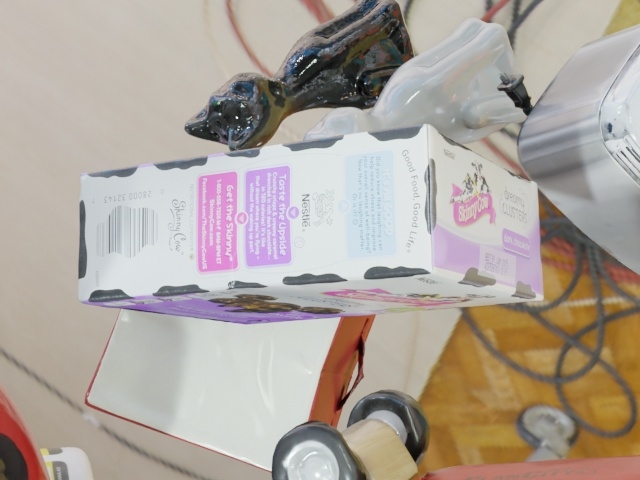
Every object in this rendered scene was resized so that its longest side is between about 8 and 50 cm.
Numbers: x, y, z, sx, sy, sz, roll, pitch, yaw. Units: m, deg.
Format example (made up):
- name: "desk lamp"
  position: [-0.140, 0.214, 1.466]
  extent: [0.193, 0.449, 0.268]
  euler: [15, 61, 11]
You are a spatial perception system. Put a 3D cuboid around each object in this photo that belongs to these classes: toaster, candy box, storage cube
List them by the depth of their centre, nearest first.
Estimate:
- name: "candy box"
  position: [0.000, 0.000, 0.626]
  extent: [0.196, 0.165, 0.070]
  euler: [-6, 80, 27]
- name: "toaster"
  position: [0.230, -0.056, 0.747]
  extent: [0.227, 0.129, 0.146]
  euler: [39, 169, -8]
- name: "storage cube"
  position: [-0.069, 0.088, 1.037]
  extent: [0.215, 0.193, 0.183]
  euler: [19, 86, 9]

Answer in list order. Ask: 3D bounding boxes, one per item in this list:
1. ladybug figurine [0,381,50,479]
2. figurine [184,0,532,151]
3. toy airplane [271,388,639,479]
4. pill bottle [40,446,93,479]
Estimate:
- name: "ladybug figurine"
  position: [-0.362, 0.134, 0.800]
  extent: [0.449, 0.305, 0.162]
  euler: [35, 139, -5]
- name: "figurine"
  position: [0.026, -0.109, 0.955]
  extent: [0.215, 0.209, 0.092]
  euler: [27, 139, 48]
- name: "toy airplane"
  position: [0.173, 0.223, 0.703]
  extent: [0.384, 0.386, 0.272]
  euler: [171, 92, -70]
- name: "pill bottle"
  position: [-0.419, 0.328, 1.286]
  extent: [0.188, 0.334, 0.187]
  euler: [179, 90, -71]
